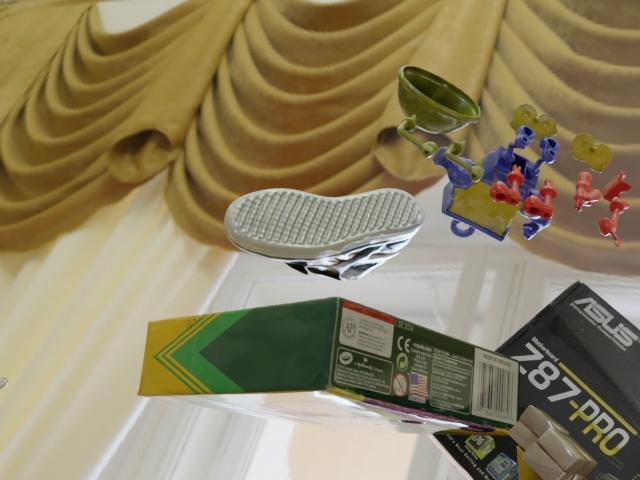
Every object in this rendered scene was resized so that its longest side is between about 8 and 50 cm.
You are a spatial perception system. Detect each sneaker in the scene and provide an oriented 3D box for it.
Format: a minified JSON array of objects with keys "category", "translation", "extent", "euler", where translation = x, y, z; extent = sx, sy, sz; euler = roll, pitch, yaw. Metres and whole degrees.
[{"category":"sneaker","translation":[0.000,0.000,1.234],"extent":[0.321,0.126,0.127],"euler":[-2,-37,-26]}]

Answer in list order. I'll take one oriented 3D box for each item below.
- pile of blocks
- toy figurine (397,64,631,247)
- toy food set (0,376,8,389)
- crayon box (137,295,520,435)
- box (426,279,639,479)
[{"category":"pile of blocks","translation":[0.214,0.345,0.804],"extent":[0.149,0.362,0.113],"euler":[-17,-27,27]},{"category":"toy figurine","translation":[0.222,-0.067,1.149],"extent":[0.363,0.191,0.217],"euler":[23,-40,-10]},{"category":"toy food set","translation":[-0.546,0.169,1.133],"extent":[0.218,0.128,0.071],"euler":[19,-51,32]},{"category":"crayon box","translation":[0.018,0.169,1.004],"extent":[0.313,0.106,0.363],"euler":[-10,-23,41]},{"category":"box","translation":[0.381,0.292,1.093],"extent":[0.395,0.318,0.097],"euler":[47,-9,32]}]
